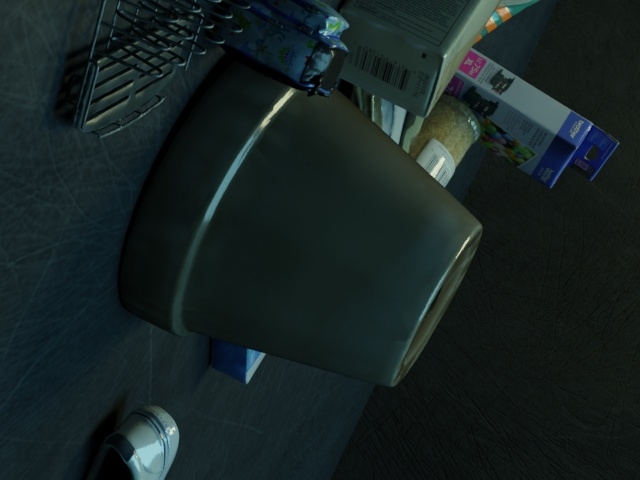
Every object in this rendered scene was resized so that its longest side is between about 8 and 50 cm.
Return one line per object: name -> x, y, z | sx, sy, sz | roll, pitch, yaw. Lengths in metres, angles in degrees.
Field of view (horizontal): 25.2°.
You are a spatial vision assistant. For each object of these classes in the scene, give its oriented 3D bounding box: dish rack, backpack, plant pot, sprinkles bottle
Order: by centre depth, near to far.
dish rack -> -0.100, -0.201, 1.087 | 0.208, 0.074, 0.272 | -43, 157, -60
backpack -> -0.033, -0.191, 1.318 | 0.084, 0.114, 0.105 | -66, 172, 9
plant pot -> 0.000, 0.000, 1.459 | 0.323, 0.280, 0.323 | -58, 170, -17
sprinkles bottle -> 0.119, -0.072, 2.254 | 0.355, 0.121, 0.121 | -55, 167, -24

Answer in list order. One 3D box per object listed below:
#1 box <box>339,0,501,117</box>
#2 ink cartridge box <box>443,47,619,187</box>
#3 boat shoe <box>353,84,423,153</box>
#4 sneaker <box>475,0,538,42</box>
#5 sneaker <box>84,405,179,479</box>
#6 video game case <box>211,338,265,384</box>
box -> 0.147, -0.318, 1.799 | 0.311, 0.148, 0.121 | -55, 167, -33
ink cartridge box -> 0.314, -0.189, 2.301 | 0.065, 0.311, 0.186 | -58, 175, -18
boat shoe -> 0.066, -0.129, 1.966 | 0.113, 0.103, 0.302 | -103, -158, -51
sneaker -> 0.205, -0.331, 2.012 | 0.302, 0.108, 0.121 | -25, 161, -26
sneaker -> -0.236, 0.299, 1.636 | 0.091, 0.094, 0.258 | -24, 138, -45
video game case -> -0.056, 0.024, 1.866 | 0.244, 0.061, 0.269 | -59, 168, -30
